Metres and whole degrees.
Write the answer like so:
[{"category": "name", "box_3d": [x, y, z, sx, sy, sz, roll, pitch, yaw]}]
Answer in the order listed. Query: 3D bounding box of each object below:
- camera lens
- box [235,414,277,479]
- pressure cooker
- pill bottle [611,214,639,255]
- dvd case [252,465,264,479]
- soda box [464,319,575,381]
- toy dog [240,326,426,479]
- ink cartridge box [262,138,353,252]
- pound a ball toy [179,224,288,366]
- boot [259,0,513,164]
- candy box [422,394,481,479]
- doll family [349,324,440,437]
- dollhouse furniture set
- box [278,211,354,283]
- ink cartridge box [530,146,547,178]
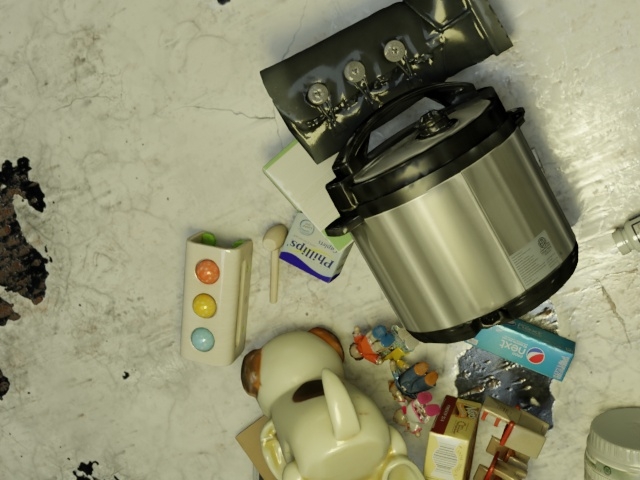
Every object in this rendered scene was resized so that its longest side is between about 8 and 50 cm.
[{"category": "camera lens", "box_3d": [0.625, 0.491, 1.771, 0.219, 0.219, 0.274, 1, 105, 18]}, {"category": "box", "box_3d": [-0.075, 0.459, 2.077, 0.201, 0.021, 0.164, -39, 83, 17]}, {"category": "pressure cooker", "box_3d": [0.231, -0.072, 1.657, 0.375, 0.370, 0.420, -25, 103, 28]}, {"category": "pill bottle", "box_3d": [0.617, -0.019, 1.720, 0.120, 0.067, 0.067, -28, 94, 23]}, {"category": "dvd case", "box_3d": [-0.044, 0.580, 2.118, 0.239, 0.029, 0.179, 6, 106, 16]}, {"category": "soda box", "box_3d": [0.404, 0.206, 1.847, 0.210, 0.071, 0.067, 23, 111, 11]}, {"category": "toy dog", "box_3d": [-0.020, 0.360, 1.864, 0.285, 0.408, 0.395, -27, 128, -6]}, {"category": "ink cartridge box", "box_3d": [0.020, -0.113, 1.857, 0.171, 0.056, 0.235, -41, 89, -6]}, {"category": "pound a ball toy", "box_3d": [-0.197, 0.115, 1.985, 0.208, 0.136, 0.319, 11, 108, 15]}, {"category": "boot", "box_3d": [0.080, -0.405, 1.719, 0.445, 0.146, 0.367, -29, 95, 15]}, {"category": "candy box", "box_3d": [0.264, 0.510, 1.915, 0.088, 0.183, 0.316, 12, 108, 16]}, {"category": "doll family", "box_3d": [0.170, 0.274, 1.908, 0.263, 0.118, 0.163, 57, 149, 6]}, {"category": "dollhouse furniture set", "box_3d": [0.346, 0.457, 1.833, 0.135, 0.262, 0.259, 24, 108, 13]}, {"category": "box", "box_3d": [0.000, 0.000, 1.924, 0.126, 0.072, 0.137, 27, 112, 10]}, {"category": "ink cartridge box", "box_3d": [0.410, -0.134, 1.777, 0.048, 0.028, 0.083, -20, 97, 23]}]
